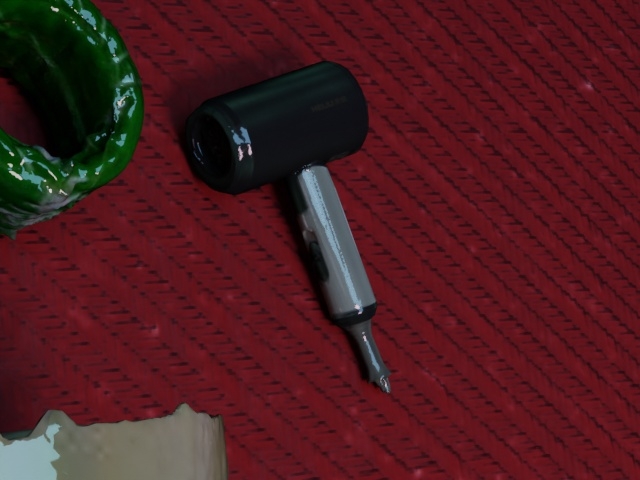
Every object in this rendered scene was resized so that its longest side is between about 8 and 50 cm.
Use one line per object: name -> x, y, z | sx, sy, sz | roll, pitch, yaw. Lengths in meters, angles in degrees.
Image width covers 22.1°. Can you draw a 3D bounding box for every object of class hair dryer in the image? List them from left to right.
hair dryer -> 0.000, 0.000, 0.948 | 0.100, 0.057, 0.197 | -24, 95, -35

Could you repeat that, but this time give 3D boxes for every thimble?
thimble -> -0.158, -0.070, 0.837 | 0.118, 0.090, 0.130 | -15, 84, -37

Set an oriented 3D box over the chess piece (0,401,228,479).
chess piece -> -0.130, 0.295, 0.659 | 0.234, 0.234, 0.442 | -1, 82, -34
